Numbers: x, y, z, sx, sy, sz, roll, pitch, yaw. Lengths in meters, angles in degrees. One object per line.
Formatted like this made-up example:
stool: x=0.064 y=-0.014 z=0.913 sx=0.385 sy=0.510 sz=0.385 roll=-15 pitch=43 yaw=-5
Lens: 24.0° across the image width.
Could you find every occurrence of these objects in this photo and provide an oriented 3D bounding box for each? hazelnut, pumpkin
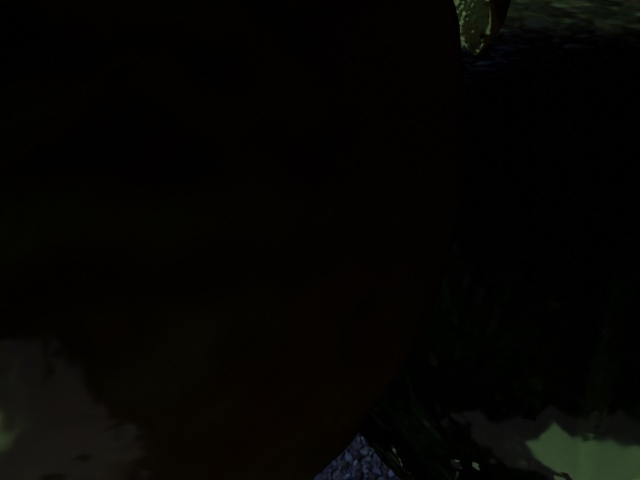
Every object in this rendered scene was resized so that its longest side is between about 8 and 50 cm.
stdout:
hazelnut: x=-0.155 y=-0.053 z=0.477 sx=0.409 sy=0.359 sz=0.359 roll=7 pitch=174 yaw=-7
pumpkin: x=0.213 y=0.071 z=1.077 sx=0.454 sy=0.344 sz=0.454 roll=17 pitch=170 yaw=3

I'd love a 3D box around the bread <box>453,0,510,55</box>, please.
bread: x=0.067 y=-0.143 z=0.680 sx=0.043 sy=0.109 sz=0.062 roll=10 pitch=-141 yaw=24
